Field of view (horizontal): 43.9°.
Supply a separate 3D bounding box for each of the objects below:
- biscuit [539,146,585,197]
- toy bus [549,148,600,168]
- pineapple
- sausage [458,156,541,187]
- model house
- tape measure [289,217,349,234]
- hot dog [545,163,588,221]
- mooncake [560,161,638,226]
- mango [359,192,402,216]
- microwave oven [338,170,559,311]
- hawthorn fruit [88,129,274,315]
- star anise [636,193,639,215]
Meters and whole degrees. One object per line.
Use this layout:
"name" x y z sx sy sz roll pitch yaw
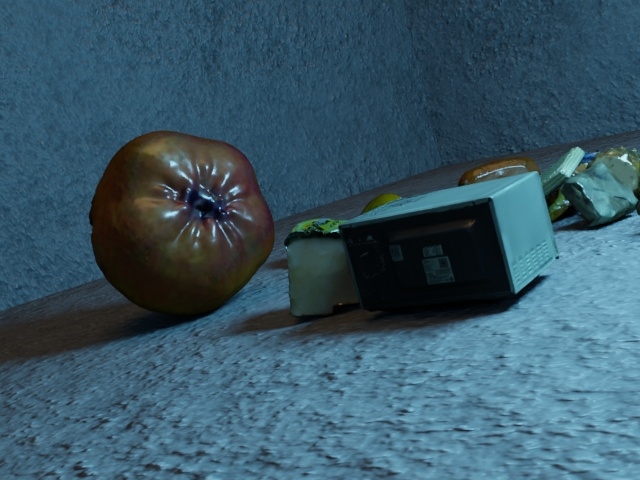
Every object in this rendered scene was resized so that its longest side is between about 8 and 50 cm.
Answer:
"biscuit" 0.515 -0.130 1.821 0.121 0.040 0.199 -45 -2 -39
"toy bus" 0.726 -0.180 2.154 0.130 0.106 0.297 -16 5 3
"pineapple" 0.720 -0.151 1.849 0.170 0.141 0.310 -22 -5 32
"sausage" 0.564 -0.194 2.511 0.258 0.133 0.133 -15 7 7
"model house" 0.027 0.054 1.562 0.182 0.167 0.172 -3 4 2
"tape measure" 0.000 0.000 2.243 0.199 0.106 0.175 -20 22 -24
"hot dog" 0.596 -0.129 1.927 0.261 0.093 0.123 -28 -27 -49
"mooncake" 0.590 -0.095 1.686 0.125 0.130 0.073 -19 -24 -24
"mango" 0.158 -0.044 2.096 0.120 0.152 0.221 28 29 14
"microwave oven" 0.221 0.012 1.361 0.295 0.181 0.237 -10 10 37
"hawthorn fruit" -0.357 -0.037 1.916 0.471 0.472 0.472 -15 7 2
"star anise" 0.726 -0.094 1.436 0.315 0.108 0.315 -14 -1 0
